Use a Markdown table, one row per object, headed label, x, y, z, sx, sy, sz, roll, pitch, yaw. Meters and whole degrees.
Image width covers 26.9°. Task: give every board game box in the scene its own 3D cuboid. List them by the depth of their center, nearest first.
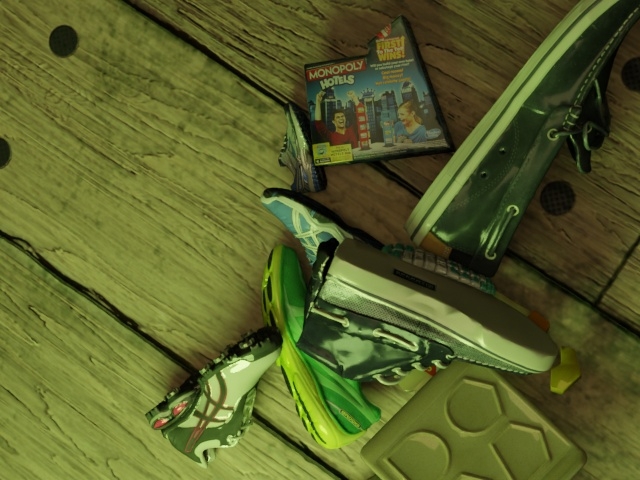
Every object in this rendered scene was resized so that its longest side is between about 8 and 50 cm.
| label | x | y | z | sx | sy | sz | roll | pitch | yaw |
| --- | --- | --- | --- | --- | --- | --- | --- | --- | --- |
| board game box | 0.081 | -0.210 | 1.876 | 0.194 | 0.060 | 0.194 | -6 | 86 | 14 |

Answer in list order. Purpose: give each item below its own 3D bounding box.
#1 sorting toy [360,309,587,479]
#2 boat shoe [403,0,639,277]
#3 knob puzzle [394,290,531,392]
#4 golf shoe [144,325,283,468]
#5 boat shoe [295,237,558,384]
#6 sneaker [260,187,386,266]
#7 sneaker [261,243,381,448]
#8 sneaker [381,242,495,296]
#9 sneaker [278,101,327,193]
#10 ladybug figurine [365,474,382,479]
| label | x | y | z | sx | sy | sz | roll | pitch | yaw |
| --- | --- | --- | --- | --- | --- | --- | --- | --- | --- |
| sorting toy | 0.234 | 0.252 | 1.771 | 0.307 | 0.041 | 0.229 | -44 | 67 | -9 |
| boat shoe | 0.311 | -0.162 | 1.762 | 0.156 | 0.187 | 0.500 | 38 | 103 | 6 |
| knob puzzle | 0.166 | 0.127 | 1.857 | 0.213 | 0.030 | 0.213 | -3 | 73 | 11 |
| golf shoe | -0.124 | 0.216 | 1.879 | 0.120 | 0.105 | 0.273 | 50 | 127 | 1 |
| boat shoe | 0.130 | 0.131 | 1.773 | 0.340 | 0.127 | 0.158 | 25 | 111 | 5 |
| sneaker | 0.000 | 0.000 | 1.875 | 0.211 | 0.080 | 0.081 | 35 | 103 | 4 |
| sneaker | -0.002 | 0.143 | 1.883 | 0.123 | 0.109 | 0.296 | -17 | 78 | -17 |
| sneaker | 0.156 | 0.060 | 1.838 | 0.166 | 0.065 | 0.076 | 17 | 115 | 2 |
| sneaker | -0.038 | -0.129 | 1.910 | 0.058 | 0.052 | 0.135 | -17 | 85 | 17 |
| ladybug figurine | 0.125 | 0.536 | 1.800 | 0.305 | 0.162 | 0.450 | -7 | 88 | 13 |
